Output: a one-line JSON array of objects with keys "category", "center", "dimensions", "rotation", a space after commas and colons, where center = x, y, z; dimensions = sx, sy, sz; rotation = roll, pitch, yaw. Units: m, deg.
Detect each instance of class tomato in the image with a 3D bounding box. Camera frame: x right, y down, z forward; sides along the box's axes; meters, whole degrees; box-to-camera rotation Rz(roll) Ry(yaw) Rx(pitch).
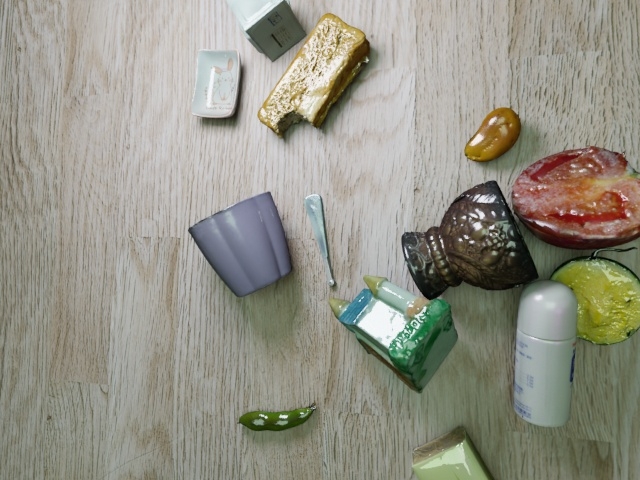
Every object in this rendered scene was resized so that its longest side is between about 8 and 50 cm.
[{"category": "tomato", "center": [0.633, -0.070, 1.112], "dimensions": [0.308, 0.170, 0.309], "rotation": [-17, 47, 20]}]

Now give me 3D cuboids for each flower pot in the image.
[{"category": "flower pot", "center": [-0.215, 0.023, 1.304], "dimensions": [0.264, 0.265, 0.243], "rotation": [-23, 92, 13]}, {"category": "flower pot", "center": [0.362, 0.019, 1.145], "dimensions": [0.267, 0.266, 0.267], "rotation": [-24, 81, 24]}]

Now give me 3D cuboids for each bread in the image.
[{"category": "bread", "center": [-0.016, -0.460, 1.341], "dimensions": [0.185, 0.109, 0.381], "rotation": [38, 98, 9]}]

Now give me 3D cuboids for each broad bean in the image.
[{"category": "broad bean", "center": [-0.130, 0.529, 1.349], "dimensions": [0.254, 0.046, 0.065], "rotation": [-13, 77, 13]}]

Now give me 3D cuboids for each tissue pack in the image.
[{"category": "tissue pack", "center": [0.361, 0.631, 1.168], "dimensions": [0.159, 0.125, 0.234], "rotation": [-31, 80, 12]}]

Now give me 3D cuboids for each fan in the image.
[{"category": "fan", "center": [0.000, 0.000, 1.356], "dimensions": [0.057, 0.023, 0.282], "rotation": [-13, 82, 13]}]

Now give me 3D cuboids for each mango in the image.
[{"category": "mango", "center": [0.462, -0.274, 1.213], "dimensions": [0.105, 0.084, 0.159], "rotation": [45, 120, 13]}]

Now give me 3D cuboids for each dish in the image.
[{"category": "dish", "center": [-0.319, -0.485, 1.439], "dimensions": [0.151, 0.077, 0.213], "rotation": [6, 89, 17]}]

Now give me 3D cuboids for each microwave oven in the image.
[{"category": "microwave oven", "center": [-0.155, -0.650, 1.334], "dimensions": [0.162, 0.208, 0.123], "rotation": [-33, 79, 11]}]

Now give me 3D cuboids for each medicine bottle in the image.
[{"category": "medicine bottle", "center": [0.537, 0.261, 1.094], "dimensions": [0.130, 0.130, 0.341], "rotation": [0, 103, 15]}]

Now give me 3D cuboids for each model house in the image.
[{"category": "model house", "center": [0.165, 0.205, 1.203], "dimensions": [0.324, 0.267, 0.194], "rotation": [29, 73, 33]}]

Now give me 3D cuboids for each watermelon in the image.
[{"category": "watermelon", "center": [0.666, 0.126, 1.102], "dimensions": [0.204, 0.127, 0.232], "rotation": [-8, 97, 41]}]
